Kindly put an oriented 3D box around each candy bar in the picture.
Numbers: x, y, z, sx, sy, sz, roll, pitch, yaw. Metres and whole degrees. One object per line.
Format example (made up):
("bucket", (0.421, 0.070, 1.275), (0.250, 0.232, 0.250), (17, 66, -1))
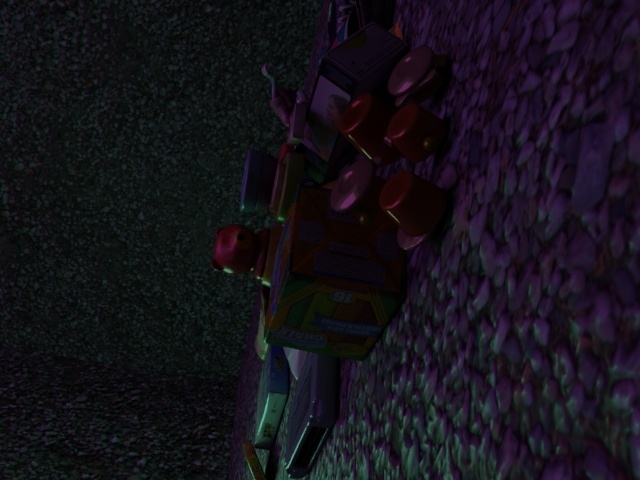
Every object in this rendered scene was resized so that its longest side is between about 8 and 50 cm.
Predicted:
("candy bar", (0.109, -0.374, 1.354), (0.161, 0.018, 0.040), (-36, 62, 39))

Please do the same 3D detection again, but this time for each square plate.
("square plate", (-0.053, 0.179, 1.850), (0.347, 0.049, 0.344), (-145, 65, -80))

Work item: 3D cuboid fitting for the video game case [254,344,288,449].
("video game case", (-0.150, 0.465, 2.094), (0.270, 0.061, 0.244), (-93, 15, -57))

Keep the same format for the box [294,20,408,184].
("box", (0.052, -0.264, 1.320), (0.169, 0.087, 0.290), (-43, -14, -34))

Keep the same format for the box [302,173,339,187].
("box", (0.005, -0.120, 1.576), (0.233, 0.044, 0.159), (-79, -18, -49))

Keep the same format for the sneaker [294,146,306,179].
("sneaker", (-0.018, -0.187, 1.831), (0.321, 0.126, 0.128), (82, -158, -83))

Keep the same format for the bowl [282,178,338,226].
("bowl", (0.000, 0.000, 1.355), (0.289, 0.156, 0.290), (-169, 90, -82))

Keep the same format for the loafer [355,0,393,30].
("loafer", (0.100, -0.418, 1.446), (0.096, 0.084, 0.268), (126, 154, -66))

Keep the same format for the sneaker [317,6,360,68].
("sneaker", (0.049, -0.387, 1.578), (0.178, 0.123, 0.296), (137, 154, -69))

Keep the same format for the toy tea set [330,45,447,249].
("toy tea set", (0.121, -0.113, 0.969), (0.200, 0.124, 0.336), (-29, 39, 40))

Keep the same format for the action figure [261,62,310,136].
("action figure", (-0.061, -0.337, 1.880), (0.370, 0.248, 0.276), (-105, 26, -77))

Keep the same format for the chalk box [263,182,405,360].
("chalk box", (0.012, 0.076, 1.106), (0.289, 0.180, 0.179), (110, 168, -52))

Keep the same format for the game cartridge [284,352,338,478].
("game cartridge", (-0.019, 0.345, 1.403), (0.294, 0.060, 0.196), (110, 164, -45))

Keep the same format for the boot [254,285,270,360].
("boot", (-0.182, 0.284, 2.445), (0.262, 0.095, 0.204), (-97, 18, -52))

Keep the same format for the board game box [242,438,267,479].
("board game box", (-0.192, 0.679, 2.010), (0.259, 0.039, 0.124), (147, 101, -82))

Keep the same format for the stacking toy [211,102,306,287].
("stacking toy", (-0.120, -0.099, 1.281), (0.280, 0.130, 0.309), (110, 166, -48))

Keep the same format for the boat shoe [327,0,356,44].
("boat shoe", (0.087, -0.590, 1.702), (0.341, 0.127, 0.158), (99, 170, -60))

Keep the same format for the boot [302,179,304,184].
("boot", (-0.036, -0.021, 1.681), (0.247, 0.083, 0.161), (80, -168, -52))
